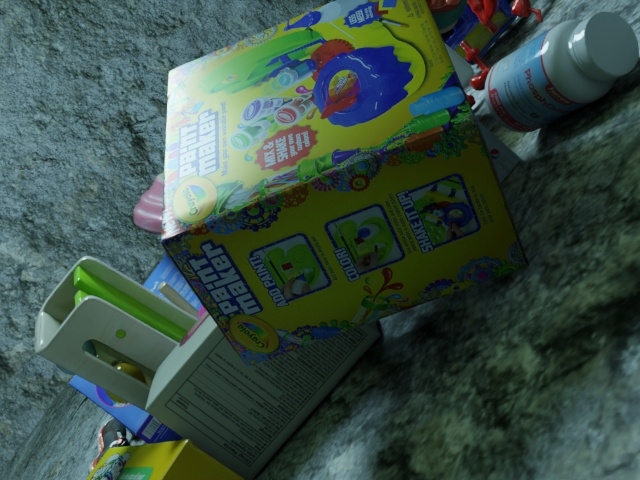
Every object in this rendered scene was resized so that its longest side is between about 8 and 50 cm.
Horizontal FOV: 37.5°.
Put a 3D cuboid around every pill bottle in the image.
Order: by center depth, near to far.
[{"bbox_3d":[0.246,-0.173,0.970,0.087,0.087,0.160,-57,13,-23],"label":"pill bottle"}]

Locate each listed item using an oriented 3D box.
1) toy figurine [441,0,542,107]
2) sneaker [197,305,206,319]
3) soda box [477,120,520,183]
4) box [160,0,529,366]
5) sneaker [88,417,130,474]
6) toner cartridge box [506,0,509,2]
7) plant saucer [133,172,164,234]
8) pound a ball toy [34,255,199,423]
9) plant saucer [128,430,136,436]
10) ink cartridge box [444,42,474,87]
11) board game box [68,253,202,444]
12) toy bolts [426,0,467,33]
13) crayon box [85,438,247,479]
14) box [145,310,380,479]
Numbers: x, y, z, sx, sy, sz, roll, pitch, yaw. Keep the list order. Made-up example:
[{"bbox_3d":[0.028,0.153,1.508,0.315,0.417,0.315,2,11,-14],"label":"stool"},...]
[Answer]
[{"bbox_3d":[0.210,-0.276,1.401,0.217,0.191,0.362,-19,-25,-50],"label":"toy figurine"},{"bbox_3d":[-0.027,0.074,1.208,0.252,0.111,0.103,-31,13,-18],"label":"sneaker"},{"bbox_3d":[0.154,-0.097,1.120,0.074,0.069,0.216,-51,13,1],"label":"soda box"},{"bbox_3d":[0.012,-0.076,0.911,0.279,0.177,0.289,-21,39,9],"label":"box"},{"bbox_3d":[-0.354,0.364,1.654,0.065,0.061,0.158,-33,26,17],"label":"sneaker"},{"bbox_3d":[0.263,-0.417,1.630,0.348,0.075,0.165,-48,12,13],"label":"toner cartridge box"},{"bbox_3d":[-0.153,-0.076,1.614,0.332,0.332,0.084,-116,25,-76],"label":"plant saucer"},{"bbox_3d":[-0.225,0.153,1.282,0.135,0.319,0.208,-50,28,10],"label":"pound a ball toy"},{"bbox_3d":[-0.258,0.169,1.744,0.400,0.101,0.400,-47,13,14],"label":"plant saucer"},{"bbox_3d":[0.042,-0.142,1.207,0.278,0.117,0.201,-51,12,-2],"label":"ink cartridge box"},{"bbox_3d":[-0.226,0.145,1.529,0.233,0.078,0.347,19,68,48],"label":"board game box"},{"bbox_3d":[0.179,-0.364,1.173,0.158,0.218,0.228,22,-99,-77],"label":"toy bolts"},{"bbox_3d":[-0.255,0.391,1.090,0.313,0.106,0.363,-56,14,-25],"label":"crayon box"},{"bbox_3d":[-0.066,0.128,1.071,0.232,0.149,0.127,-49,13,9],"label":"box"}]
